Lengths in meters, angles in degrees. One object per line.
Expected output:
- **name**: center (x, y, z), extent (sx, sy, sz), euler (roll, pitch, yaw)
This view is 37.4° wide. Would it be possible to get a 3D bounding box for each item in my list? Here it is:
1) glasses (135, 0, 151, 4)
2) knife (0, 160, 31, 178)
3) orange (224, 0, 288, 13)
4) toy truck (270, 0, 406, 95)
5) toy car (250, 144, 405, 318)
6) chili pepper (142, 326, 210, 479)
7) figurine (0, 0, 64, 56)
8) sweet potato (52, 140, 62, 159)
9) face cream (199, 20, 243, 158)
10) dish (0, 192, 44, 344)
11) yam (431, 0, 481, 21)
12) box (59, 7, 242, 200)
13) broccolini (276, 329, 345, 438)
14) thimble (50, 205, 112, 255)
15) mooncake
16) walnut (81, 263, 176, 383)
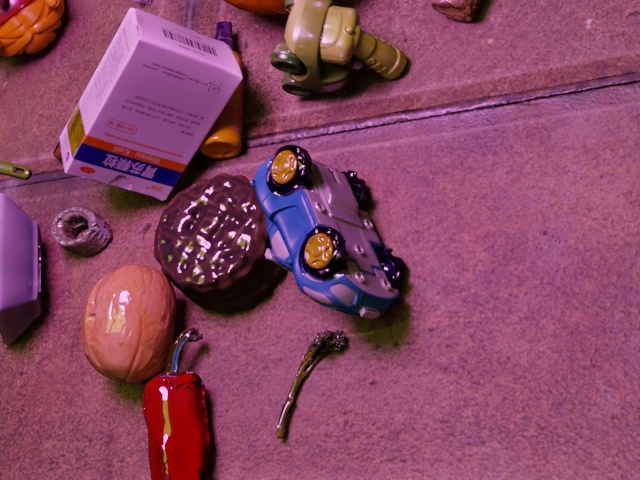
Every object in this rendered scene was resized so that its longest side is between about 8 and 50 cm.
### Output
- **glasses**: center (-0.377, -0.558, 1.986), extent (0.104, 0.062, 0.140), euler (9, 72, 52)
- **knife**: center (-0.683, -0.149, 1.975), extent (0.212, 0.015, 0.054), euler (13, 77, 30)
- **orange**: center (-0.080, -0.565, 1.688), extent (0.340, 0.293, 0.341), euler (-2, 79, 12)
- **toy truck**: center (0.020, -0.331, 1.599), extent (0.210, 0.187, 0.148), euler (8, 77, 29)
- **toy car**: center (0.000, 0.000, 1.480), extent (0.166, 0.198, 0.314), euler (-39, 58, 26)
- **chili pepper**: center (-0.229, 0.328, 1.509), extent (0.110, 0.110, 0.388), euler (-14, 68, 21)
- **figurine**: center (-0.666, -0.517, 2.010), extent (0.320, 0.196, 0.323), euler (-40, 48, -1)
- **sweet potato**: center (-0.449, -0.254, 1.879), extent (0.081, 0.062, 0.233), euler (26, 86, 47)
- **face cream**: center (-0.181, -0.288, 1.746), extent (0.078, 0.078, 0.273), euler (-11, 66, 22)
- **dish**: center (-0.560, 0.053, 1.769), extent (0.080, 0.182, 0.243), euler (-1, 64, -13)
- **yam**: center (0.295, -0.536, 1.615), extent (0.081, 0.081, 0.357), euler (22, 81, 31)
- **box**: center (-0.298, -0.228, 1.639), extent (0.299, 0.200, 0.106), euler (-53, 40, 28)
- **broccolini**: center (-0.024, 0.221, 1.493), extent (0.194, 0.054, 0.052), euler (-63, 28, 0)
- **thimble**: center (-0.447, -0.019, 1.777), extent (0.110, 0.062, 0.084), euler (-2, 68, 26)
- **mooncake**: center (-0.168, 0.001, 1.596), extent (0.228, 0.124, 0.228), euler (-10, 65, 21)
- **walnut**: center (-0.322, 0.140, 1.594), extent (0.165, 0.165, 0.197), euler (2, 69, 27)
